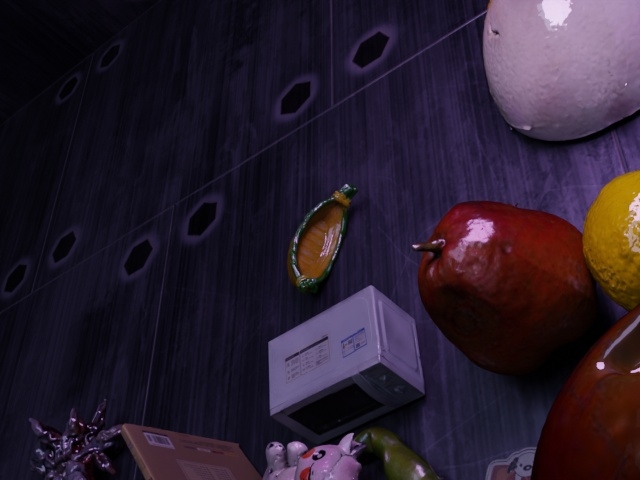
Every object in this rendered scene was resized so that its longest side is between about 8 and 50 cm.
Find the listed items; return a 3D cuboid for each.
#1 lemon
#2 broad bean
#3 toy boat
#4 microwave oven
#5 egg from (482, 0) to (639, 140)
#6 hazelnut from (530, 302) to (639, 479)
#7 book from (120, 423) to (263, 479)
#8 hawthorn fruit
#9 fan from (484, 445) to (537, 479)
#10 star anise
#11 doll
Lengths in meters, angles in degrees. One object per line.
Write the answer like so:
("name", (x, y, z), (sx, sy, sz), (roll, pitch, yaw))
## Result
("lemon", (0.405, 0.006, 1.117), (0.180, 0.180, 0.193), (-18, 31, 38))
("broad bean", (0.108, 0.308, 1.285), (0.213, 0.048, 0.070), (14, 82, 58))
("toy boat", (0.000, 0.000, 1.637), (0.088, 0.089, 0.229), (-24, 39, 53))
("microwave oven", (0.037, 0.190, 1.403), (0.208, 0.122, 0.162), (-30, 40, 26))
("egg", (0.373, -0.324, 1.423), (0.337, 0.201, 0.337), (-29, 43, 31))
("hazelnut", (0.386, 0.219, 0.733), (0.402, 0.429, 0.402), (-47, 28, 36))
("book", (-0.155, 0.374, 1.377), (0.310, 0.217, 0.021), (40, 107, 54))
("hawthorn fruit", (0.226, 0.048, 1.205), (0.224, 0.261, 0.224), (-35, 37, 32))
("fan", (0.253, 0.351, 1.124), (0.132, 0.009, 0.220), (-24, 44, 34))
("star anise", (-0.477, 0.429, 1.770), (0.282, 0.129, 0.212), (-41, 53, 21))
("doll", (-0.015, 0.351, 1.312), (0.192, 0.095, 0.149), (-16, 43, 37))
